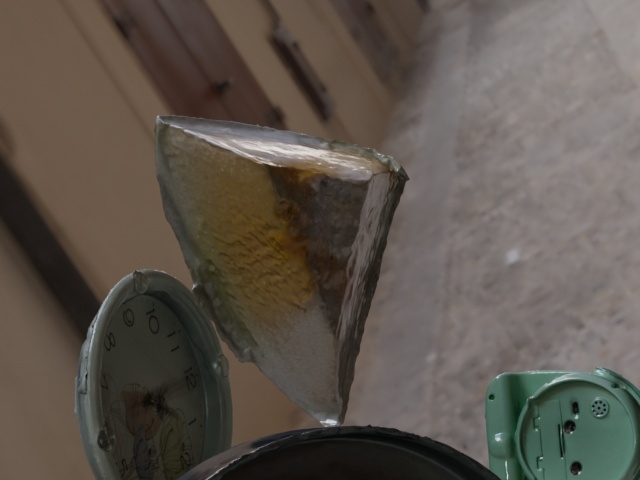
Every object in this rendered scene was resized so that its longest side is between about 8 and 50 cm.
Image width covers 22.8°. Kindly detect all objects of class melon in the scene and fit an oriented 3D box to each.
[{"bbox_3d":[0.001,-0.002,0.883,0.139,0.202,0.093,-35,20,-27],"label":"melon"}]

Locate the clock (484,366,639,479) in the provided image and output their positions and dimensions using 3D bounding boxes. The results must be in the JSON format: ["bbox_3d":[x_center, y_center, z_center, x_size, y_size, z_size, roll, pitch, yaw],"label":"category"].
[{"bbox_3d":[0.255,0.192,1.536,0.188,0.148,0.060,-11,-16,23],"label":"clock"}]

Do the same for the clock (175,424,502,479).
[{"bbox_3d":[0.004,0.177,0.602,0.215,0.215,0.042,-37,13,-22],"label":"clock"}]

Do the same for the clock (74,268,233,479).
[{"bbox_3d":[-0.154,0.144,1.404,0.053,0.236,0.236,-10,19,24],"label":"clock"}]
